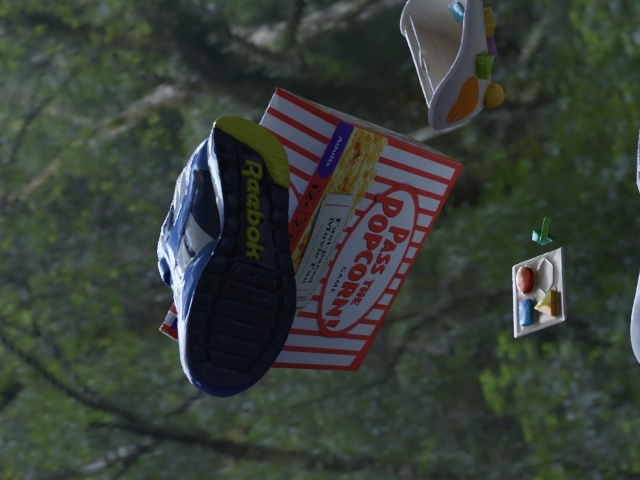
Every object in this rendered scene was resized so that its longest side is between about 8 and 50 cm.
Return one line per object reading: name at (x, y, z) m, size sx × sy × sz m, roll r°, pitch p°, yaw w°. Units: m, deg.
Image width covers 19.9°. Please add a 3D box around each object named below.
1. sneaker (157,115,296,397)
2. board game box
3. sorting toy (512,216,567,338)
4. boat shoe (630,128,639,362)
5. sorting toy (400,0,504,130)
sneaker at (-0.046, 0.013, 0.857) m, size 0.053 × 0.059 × 0.144 m, roll 24°, pitch -129°, yaw -27°
board game box at (0.000, 0.000, 1.045) m, size 0.146 × 0.045 × 0.193 m, roll -64°, pitch -23°, yaw 7°
sorting toy at (0.160, 0.026, 1.353) m, size 0.012 × 0.062 × 0.083 m, roll 13°, pitch -114°, yaw -30°
boat shoe at (0.243, -0.001, 1.035) m, size 0.116 × 0.097 × 0.324 m, roll -53°, pitch -27°, yaw -25°
sorting toy at (0.071, -0.112, 0.937) m, size 0.083 × 0.045 × 0.075 m, roll -102°, pitch 10°, yaw -46°
